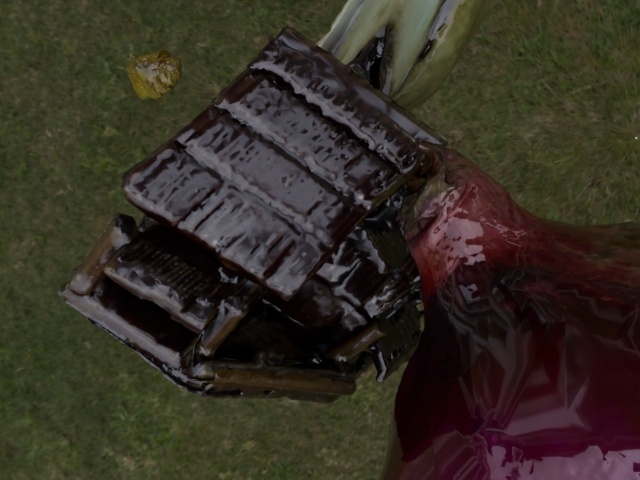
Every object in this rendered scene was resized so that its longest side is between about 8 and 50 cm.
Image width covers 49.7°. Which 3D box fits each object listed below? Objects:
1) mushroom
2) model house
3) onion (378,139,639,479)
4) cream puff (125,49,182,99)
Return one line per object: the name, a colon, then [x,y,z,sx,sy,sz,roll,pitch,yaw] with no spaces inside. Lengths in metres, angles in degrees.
mushroom: [0.132,-0.259,0.898,0.292,0.212,0.217,-44,47,10]
model house: [0.000,0.000,0.630,0.317,0.297,0.282,39,116,-5]
onion: [0.168,0.098,0.462,0.348,0.348,0.385,-37,86,24]
cream puff: [-0.246,-0.245,1.015,0.083,0.058,0.083,43,97,27]
